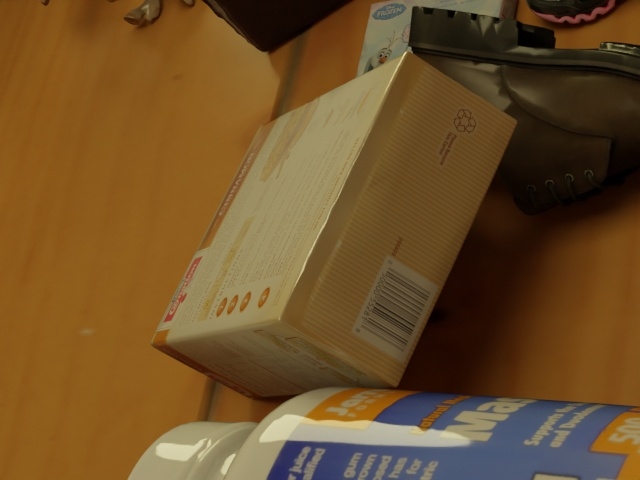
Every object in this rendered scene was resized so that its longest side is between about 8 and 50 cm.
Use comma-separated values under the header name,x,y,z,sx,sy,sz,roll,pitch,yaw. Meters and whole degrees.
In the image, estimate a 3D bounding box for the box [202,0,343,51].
name,x,y,z,sx,sy,sz,roll,pitch,yaw
box,0.063,-0.307,0.953,0.381,0.143,0.191,-32,47,16

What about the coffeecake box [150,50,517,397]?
name,x,y,z,sx,sy,sz,roll,pitch,yaw
coffeecake box,0.000,0.000,0.778,0.142,0.068,0.185,-65,18,-17

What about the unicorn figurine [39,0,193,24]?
name,x,y,z,sx,sy,sz,roll,pitch,yaw
unicorn figurine,-0.157,-0.214,1.067,0.060,0.162,0.111,138,148,-72

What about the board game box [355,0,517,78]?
name,x,y,z,sx,sy,sz,roll,pitch,yaw
board game box,0.063,-0.102,0.892,0.090,0.020,0.090,-6,60,33

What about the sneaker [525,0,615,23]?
name,x,y,z,sx,sy,sz,roll,pitch,yaw
sneaker,0.160,-0.158,0.838,0.119,0.057,0.047,-20,53,25

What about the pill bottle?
name,x,y,z,sx,sy,sz,roll,pitch,yaw
pill bottle,0.049,0.138,0.645,0.272,0.152,0.152,1,61,35

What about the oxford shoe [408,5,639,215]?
name,x,y,z,sx,sy,sz,roll,pitch,yaw
oxford shoe,0.141,-0.054,0.779,0.227,0.083,0.096,15,97,36
